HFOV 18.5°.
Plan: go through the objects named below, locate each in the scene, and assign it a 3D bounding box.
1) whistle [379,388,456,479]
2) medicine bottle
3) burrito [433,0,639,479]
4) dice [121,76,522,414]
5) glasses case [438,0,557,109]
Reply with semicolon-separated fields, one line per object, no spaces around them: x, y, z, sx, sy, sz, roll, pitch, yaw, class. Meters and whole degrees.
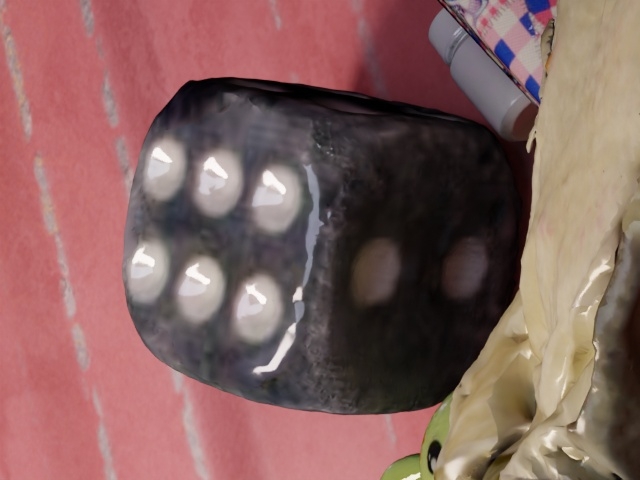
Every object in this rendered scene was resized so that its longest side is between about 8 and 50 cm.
0.083;0.179;1.143;0.294;0.141;0.141;-52;57;29;whistle
0.107;-0.105;1.186;0.052;0.052;0.089;-53;57;27;medicine bottle
0.157;0.006;0.961;0.190;0.135;0.332;-149;72;-72;burrito
0.000;0.000;1.193;0.182;0.183;0.181;15;100;43;dice
0.138;-0.155;1.129;0.125;0.076;0.327;-39;62;1;glasses case
